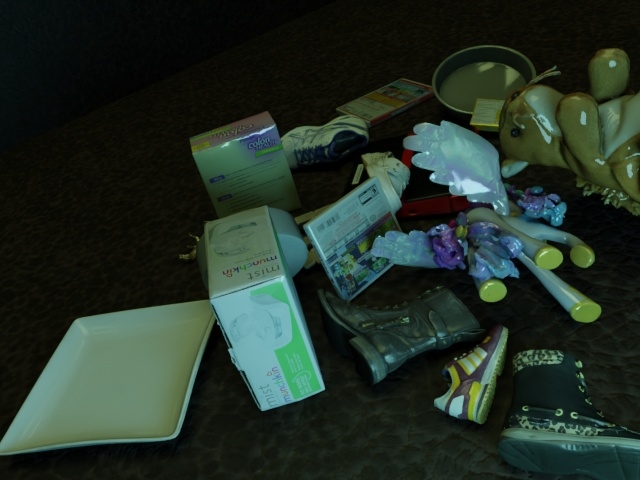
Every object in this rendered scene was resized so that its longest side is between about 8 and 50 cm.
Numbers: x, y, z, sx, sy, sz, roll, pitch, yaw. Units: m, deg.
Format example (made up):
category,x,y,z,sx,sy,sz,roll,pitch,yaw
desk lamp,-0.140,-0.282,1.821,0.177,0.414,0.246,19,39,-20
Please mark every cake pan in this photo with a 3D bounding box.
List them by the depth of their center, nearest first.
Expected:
category,x,y,z,sx,sy,sz,roll,pitch,yaw
cake pan,0.479,-0.460,1.696,0.293,0.054,0.293,-7,56,11

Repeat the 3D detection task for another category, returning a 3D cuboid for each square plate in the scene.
category,x,y,z,sx,sy,sz,roll,pitch,yaw
square plate,-0.381,0.258,1.103,0.347,0.049,0.344,-9,34,11

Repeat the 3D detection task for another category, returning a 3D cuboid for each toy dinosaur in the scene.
category,x,y,z,sx,sy,sz,roll,pitch,yaw
toy dinosaur,-0.273,-0.002,1.451,0.183,0.053,0.092,-31,51,-8

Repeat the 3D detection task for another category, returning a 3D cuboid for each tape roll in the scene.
category,x,y,z,sx,sy,sz,roll,pitch,yaw
tape roll,-0.139,0.029,1.170,0.219,0.219,0.072,-21,59,-7

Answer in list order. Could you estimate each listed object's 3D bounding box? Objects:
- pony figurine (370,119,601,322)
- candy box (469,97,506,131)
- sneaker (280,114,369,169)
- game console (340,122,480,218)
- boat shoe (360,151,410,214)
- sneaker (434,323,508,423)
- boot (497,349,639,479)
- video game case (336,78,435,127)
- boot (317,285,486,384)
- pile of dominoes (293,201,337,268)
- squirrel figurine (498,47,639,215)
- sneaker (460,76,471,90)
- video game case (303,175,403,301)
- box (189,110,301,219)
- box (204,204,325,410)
category,x,y,z,sx,sy,sz,roll,pitch,yaw
pony figurine,0.305,-0.021,1.060,0.351,0.302,0.363,12,26,-15
candy box,0.515,-0.334,1.550,0.206,0.027,0.105,10,56,21
sneaker,-0.005,-0.270,1.636,0.296,0.112,0.131,-23,31,4
game console,0.235,-0.175,1.475,0.342,0.060,0.386,-9,33,22
boat shoe,0.160,-0.149,1.331,0.096,0.098,0.277,-20,30,6
sneaker,0.240,0.196,0.905,0.084,0.069,0.185,10,41,27
boot,0.370,0.231,0.784,0.236,0.085,0.178,-1,34,23
video game case,0.220,-0.462,1.917,0.285,0.025,0.204,-28,35,-17
boot,0.135,0.139,1.037,0.229,0.091,0.263,-22,37,-18
pile of dominoes,0.000,0.000,1.328,0.251,0.040,0.196,-20,37,16
squirrel figurine,0.539,-0.169,1.092,0.370,0.397,0.281,7,68,47
sneaker,0.450,-0.437,1.774,0.042,0.067,0.118,1,67,21
video game case,0.079,-0.004,1.168,0.201,0.183,0.023,-37,20,-28
box,-0.190,-0.173,1.474,0.214,0.243,0.117,-21,34,-5
box,-0.102,0.114,1.000,0.127,0.262,0.231,-18,32,-3
